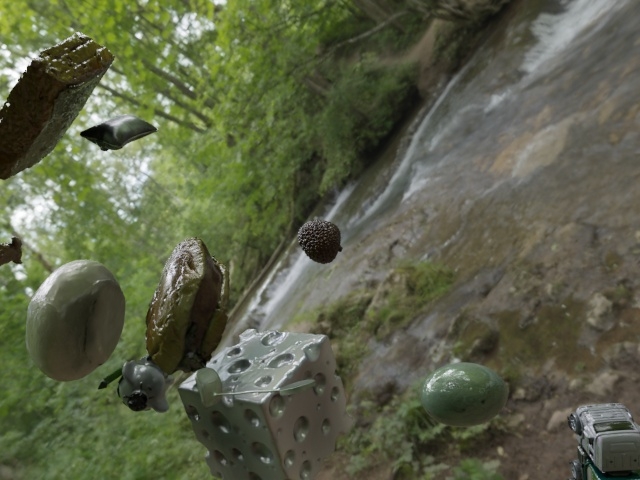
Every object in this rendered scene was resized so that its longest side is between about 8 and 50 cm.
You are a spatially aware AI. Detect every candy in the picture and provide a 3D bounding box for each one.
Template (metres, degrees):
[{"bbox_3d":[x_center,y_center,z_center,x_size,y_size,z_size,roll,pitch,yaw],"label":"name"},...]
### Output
[{"bbox_3d":[-0.586,0.189,1.210,0.295,0.185,0.295,9,-90,-85],"label":"candy"}]

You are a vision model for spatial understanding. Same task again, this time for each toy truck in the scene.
[{"bbox_3d":[0.522,0.427,0.926,0.124,0.114,0.253,-79,-20,-71],"label":"toy truck"}]

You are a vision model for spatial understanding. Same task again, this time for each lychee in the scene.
[{"bbox_3d":[-0.001,0.001,1.431,0.123,0.129,0.123,16,-90,-70],"label":"lychee"}]

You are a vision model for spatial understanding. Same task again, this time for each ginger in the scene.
[{"bbox_3d":[-0.912,0.058,1.302,0.290,0.084,0.122,-21,-21,-45],"label":"ginger"}]

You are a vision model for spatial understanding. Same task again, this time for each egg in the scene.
[{"bbox_3d":[0.392,0.420,1.403,0.169,0.236,0.169,178,90,-84],"label":"egg"}]

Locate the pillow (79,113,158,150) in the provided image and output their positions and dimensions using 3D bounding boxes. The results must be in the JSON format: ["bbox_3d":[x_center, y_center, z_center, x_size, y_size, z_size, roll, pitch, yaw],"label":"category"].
[{"bbox_3d":[-0.396,-0.216,1.016,0.091,0.055,0.135,-2,29,28],"label":"pillow"}]

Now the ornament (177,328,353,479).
[{"bbox_3d":[-0.109,0.356,1.100,0.239,0.239,0.240,-2,22,35],"label":"ornament"}]

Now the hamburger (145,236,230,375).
[{"bbox_3d":[-0.266,0.114,1.050,0.211,0.132,0.309,-62,24,26],"label":"hamburger"}]

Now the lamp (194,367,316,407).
[{"bbox_3d":[-0.094,0.198,0.718,0.198,0.056,0.050,-16,-8,31],"label":"lamp"}]

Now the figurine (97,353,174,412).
[{"bbox_3d":[-0.394,0.320,1.152,0.126,0.147,0.192,-44,12,5],"label":"figurine"}]

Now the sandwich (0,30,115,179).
[{"bbox_3d":[-0.498,-0.250,0.949,0.251,0.087,0.226,-40,25,27],"label":"sandwich"}]
